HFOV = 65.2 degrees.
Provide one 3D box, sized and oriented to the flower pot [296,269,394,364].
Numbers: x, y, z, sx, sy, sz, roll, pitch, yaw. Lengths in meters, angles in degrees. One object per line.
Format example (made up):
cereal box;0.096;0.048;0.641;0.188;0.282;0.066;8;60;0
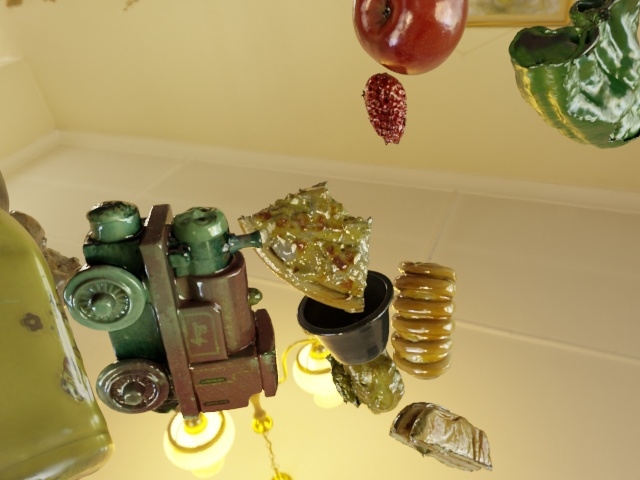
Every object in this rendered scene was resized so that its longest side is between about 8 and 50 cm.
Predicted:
flower pot;0.075;0.194;1.179;0.235;0.148;0.235;-16;-154;8

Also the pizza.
pizza;0.000;0.000;1.030;0.223;0.323;0.089;-53;-173;-5

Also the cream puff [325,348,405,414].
cream puff;0.121;0.393;1.495;0.185;0.282;0.282;-29;-140;-12

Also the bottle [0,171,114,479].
bottle;-0.311;0.055;0.419;0.171;0.171;0.351;-21;-106;-18

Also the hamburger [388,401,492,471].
hamburger;0.292;0.476;1.230;0.262;0.124;0.131;29;-126;-19

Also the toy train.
toy train;-0.173;0.086;0.622;0.221;0.304;0.150;-7;-150;-7

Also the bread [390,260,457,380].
bread;0.264;0.210;1.299;0.173;0.311;0.121;2;-179;37

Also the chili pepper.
chili pepper;0.416;-0.270;0.804;0.167;0.213;0.385;13;-178;40

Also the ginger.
ginger;-0.685;0.121;1.078;0.375;0.256;0.176;-51;-127;2

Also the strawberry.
strawberry;0.175;-0.333;1.233;0.121;0.082;0.188;-3;-110;-26

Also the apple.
apple;0.196;-0.503;1.117;0.260;0.260;0.216;25;-151;37
